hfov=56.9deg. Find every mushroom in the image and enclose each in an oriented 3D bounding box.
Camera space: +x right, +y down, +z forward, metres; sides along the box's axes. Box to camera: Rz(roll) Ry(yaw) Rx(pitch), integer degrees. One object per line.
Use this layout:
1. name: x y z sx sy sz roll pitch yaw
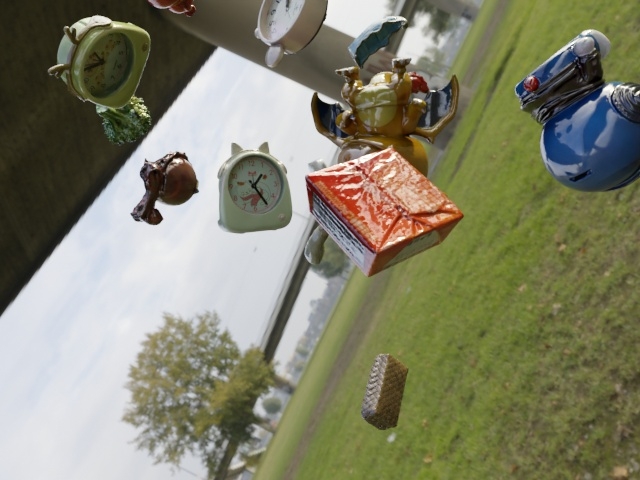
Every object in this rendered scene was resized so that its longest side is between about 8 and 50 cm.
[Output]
1. mushroom: -0.004 0.000 2.329 0.223 0.092 0.081 108 145 -44

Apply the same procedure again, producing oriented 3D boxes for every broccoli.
1. broccoli: -0.705 -0.434 2.074 0.194 0.220 0.194 7 -90 -70

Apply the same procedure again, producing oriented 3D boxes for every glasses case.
1. glasses case: -0.009 -0.269 2.232 0.049 0.076 0.197 -27 10 -10

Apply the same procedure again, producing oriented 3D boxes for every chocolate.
1. chocolate: 0.118 -0.060 1.186 0.235 0.237 0.108 -23 -33 -31

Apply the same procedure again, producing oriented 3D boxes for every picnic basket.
1. picnic basket: 0.174 0.396 1.556 0.055 0.110 0.193 -19 40 45

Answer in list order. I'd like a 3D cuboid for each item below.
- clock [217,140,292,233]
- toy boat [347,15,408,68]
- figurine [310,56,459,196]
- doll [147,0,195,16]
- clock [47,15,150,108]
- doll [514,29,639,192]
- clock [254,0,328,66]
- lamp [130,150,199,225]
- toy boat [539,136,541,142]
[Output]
1. clock: -0.241 -0.190 2.104 0.109 0.265 0.324 -175 81 -66
2. toy boat: 0.165 -0.570 1.683 0.185 0.077 0.075 -43 -30 1
3. figurine: 0.193 -0.274 1.556 0.268 0.401 0.387 -106 7 -78
4. doll: -0.537 -0.885 1.994 0.182 0.160 0.363 -44 -31 5
5. clock: -0.594 -0.482 1.568 0.235 0.096 0.308 -63 -13 15
6. doll: 0.554 -0.246 1.228 0.240 0.310 0.284 -36 -1 -25
7. clock: -0.055 -0.443 1.151 0.156 0.063 0.229 15 87 50
8. lamp: -0.463 -0.160 1.747 0.223 0.151 0.215 -7 -69 -45
9. toy boat: 0.738 -0.318 1.908 0.059 0.066 0.140 49 148 48
